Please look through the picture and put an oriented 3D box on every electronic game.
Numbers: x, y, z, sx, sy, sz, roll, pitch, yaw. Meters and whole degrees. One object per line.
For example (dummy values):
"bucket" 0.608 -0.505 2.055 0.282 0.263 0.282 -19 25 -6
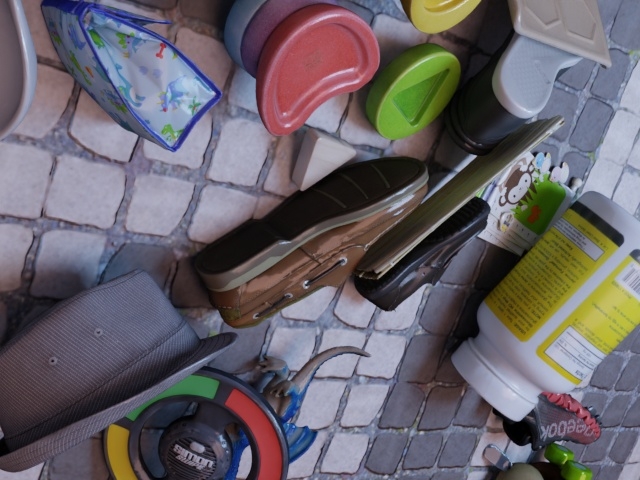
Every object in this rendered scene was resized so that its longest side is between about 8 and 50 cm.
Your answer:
"electronic game" -0.151 0.254 0.969 0.229 0.048 0.229 2 108 7

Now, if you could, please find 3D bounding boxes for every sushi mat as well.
"sushi mat" 0.168 -0.057 1.045 0.316 0.151 0.019 -39 100 -9

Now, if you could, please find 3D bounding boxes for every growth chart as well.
"growth chart" 0.298 -0.058 1.218 0.237 0.021 0.172 16 101 -39

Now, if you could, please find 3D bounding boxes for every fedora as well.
"fedora" -0.236 0.116 0.838 0.275 0.244 0.124 -30 96 -14

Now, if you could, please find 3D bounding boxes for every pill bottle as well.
"pill bottle" 0.359 0.104 1.210 0.334 0.188 0.188 -49 130 11

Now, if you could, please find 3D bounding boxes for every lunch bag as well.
"lunch bag" -0.187 -0.171 0.764 0.151 0.129 0.096 42 80 -37

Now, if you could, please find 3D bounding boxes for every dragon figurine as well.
"dragon figurine" -0.062 0.237 1.064 0.289 0.085 0.144 -30 127 -15

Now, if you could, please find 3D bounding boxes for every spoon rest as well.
"spoon rest" -0.271 -0.206 0.675 0.276 0.137 0.084 -57 172 20

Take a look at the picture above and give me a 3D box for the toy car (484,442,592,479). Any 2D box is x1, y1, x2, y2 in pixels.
"toy car" 0.359 0.437 1.447 0.188 0.149 0.155 20 96 -10

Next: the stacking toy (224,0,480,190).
"stacking toy" 0.035 -0.229 0.937 0.309 0.130 0.279 -30 151 -17

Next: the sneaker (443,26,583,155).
"sneaker" 0.254 -0.222 1.073 0.104 0.147 0.296 45 50 -7

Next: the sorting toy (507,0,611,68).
"sorting toy" 0.286 -0.322 1.022 0.208 0.038 0.193 9 66 -39

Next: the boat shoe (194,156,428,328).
"boat shoe" 0.000 0.000 0.991 0.307 0.111 0.104 -26 122 -8

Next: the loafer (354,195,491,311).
"loafer" 0.144 0.017 1.119 0.220 0.080 0.078 -36 133 -6

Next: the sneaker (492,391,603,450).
"sneaker" 0.389 0.306 1.398 0.276 0.097 0.135 37 88 -37
